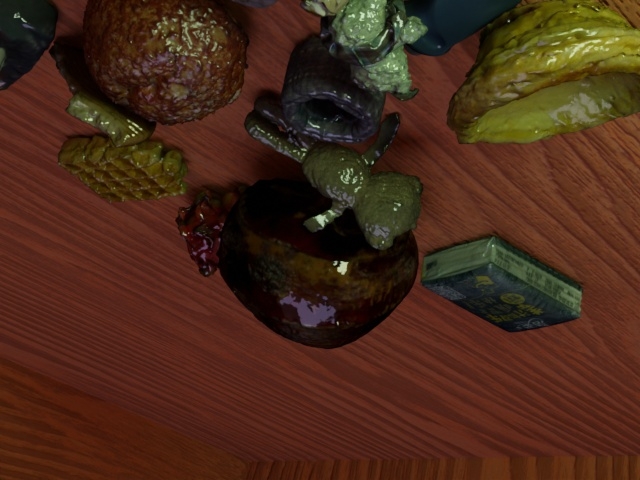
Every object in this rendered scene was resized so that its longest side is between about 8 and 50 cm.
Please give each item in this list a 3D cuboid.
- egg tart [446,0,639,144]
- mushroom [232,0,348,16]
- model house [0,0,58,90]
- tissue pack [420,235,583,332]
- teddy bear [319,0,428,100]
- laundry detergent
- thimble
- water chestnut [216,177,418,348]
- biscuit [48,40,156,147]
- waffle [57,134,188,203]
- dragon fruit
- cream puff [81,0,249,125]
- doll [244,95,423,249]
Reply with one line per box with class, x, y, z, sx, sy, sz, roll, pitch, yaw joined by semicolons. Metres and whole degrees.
egg tart;0.278;-0.207;1.291;0.294;0.123;0.294;-10;169;-2
mushroom;-0.042;-0.307;1.235;0.081;0.092;0.223;-17;-157;-34
model house;-0.536;-0.210;1.510;0.190;0.301;0.271;33;149;-26
tissue pack;0.339;0.089;2.005;0.257;0.081;0.185;27;152;-31
teddy bear;0.059;-0.244;1.278;0.133;0.111;0.213;16;135;32
laundry detergent;0.158;-0.280;1.305;0.097;0.061;0.206;14;158;-23
thimble;0.020;-0.207;1.484;0.150;0.097;0.150;10;157;5
water chestnut;0.000;0.000;1.772;0.350;0.350;0.302;11;116;1
biscuit;-0.320;-0.216;1.534;0.228;0.176;0.031;39;115;13
waffle;-0.329;-0.128;1.868;0.211;0.055;0.160;-3;153;31
dragon fruit;-0.192;-0.026;1.953;0.150;0.133;0.207;-14;152;-53
cream puff;-0.210;-0.247;1.436;0.240;0.164;0.240;8;161;3
doll;0.017;-0.099;1.620;0.286;0.202;0.091;10;174;-4
